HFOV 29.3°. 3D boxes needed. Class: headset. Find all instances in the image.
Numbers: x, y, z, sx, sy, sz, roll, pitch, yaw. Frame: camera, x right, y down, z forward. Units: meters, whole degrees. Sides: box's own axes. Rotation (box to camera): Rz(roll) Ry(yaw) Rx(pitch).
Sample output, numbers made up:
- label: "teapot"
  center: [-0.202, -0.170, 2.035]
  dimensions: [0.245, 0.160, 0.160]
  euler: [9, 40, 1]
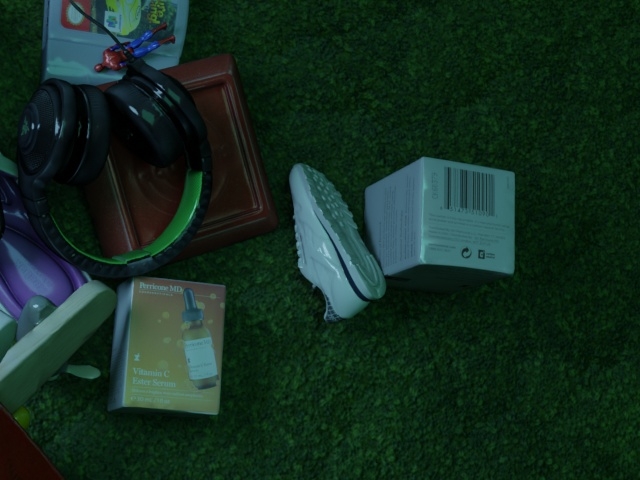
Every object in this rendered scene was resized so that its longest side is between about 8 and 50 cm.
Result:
- label: "headset"
  center: [-0.275, -0.152, 1.531]
  dimensions: [0.243, 0.185, 0.394]
  euler: [-17, 111, -31]

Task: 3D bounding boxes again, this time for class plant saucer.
- label: "plant saucer"
  center: [-0.192, -0.103, 1.649]
  dimensions: [0.258, 0.047, 0.259]
  euler: [-18, 97, -24]

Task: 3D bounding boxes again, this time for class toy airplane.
- label: "toy airplane"
  center: [-0.411, 0.226, 1.381]
  dimensions: [0.386, 0.272, 0.384]
  euler: [4, 101, -52]

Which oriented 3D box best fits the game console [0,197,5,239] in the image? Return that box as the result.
- label: "game console"
  center: [-0.529, -0.092, 1.356]
  dimensions: [0.293, 0.173, 0.250]
  euler: [-9, 93, 1]

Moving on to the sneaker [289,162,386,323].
- label: "sneaker"
  center: [0.000, 0.000, 1.717]
  dimensions: [0.090, 0.095, 0.235]
  euler: [7, 53, -53]

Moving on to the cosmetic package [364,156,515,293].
- label: "cosmetic package"
  center: [0.165, -0.016, 1.733]
  dimensions: [0.151, 0.183, 0.151]
  euler: [7, 76, -21]

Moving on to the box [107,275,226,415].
- label: "box"
  center: [-0.201, 0.141, 1.599]
  dimensions: [0.130, 0.091, 0.170]
  euler: [7, 77, -21]

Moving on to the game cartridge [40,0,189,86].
- label: "game cartridge"
  center: [-0.280, -0.338, 1.689]
  dimensions: [0.196, 0.060, 0.294]
  euler: [6, 77, -26]

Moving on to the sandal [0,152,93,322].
- label: "sandal"
  center: [-0.425, -0.046, 1.504]
  dimensions: [0.416, 0.102, 0.169]
  euler: [44, 66, -15]

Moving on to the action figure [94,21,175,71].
- label: "action figure"
  center: [-0.252, -0.253, 1.639]
  dimensions: [0.115, 0.030, 0.038]
  euler: [-29, 86, -20]
